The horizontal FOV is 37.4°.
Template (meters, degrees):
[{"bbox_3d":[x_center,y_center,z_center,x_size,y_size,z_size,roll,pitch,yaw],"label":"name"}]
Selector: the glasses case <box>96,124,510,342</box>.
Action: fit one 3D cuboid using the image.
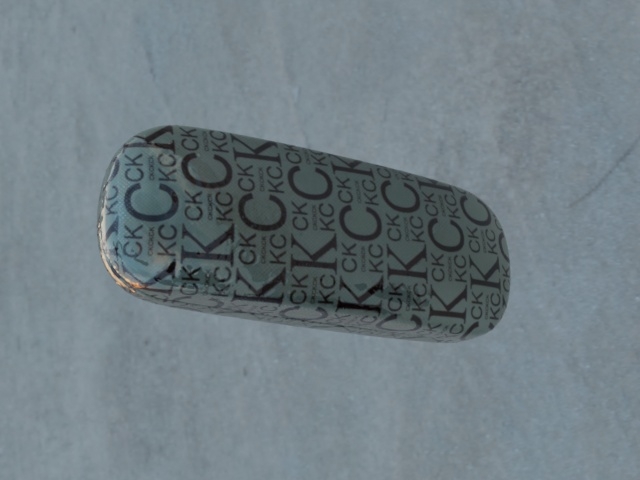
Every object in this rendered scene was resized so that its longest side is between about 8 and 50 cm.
[{"bbox_3d":[0.000,0.000,0.755,0.085,0.355,0.137,-33,51,57],"label":"glasses case"}]
